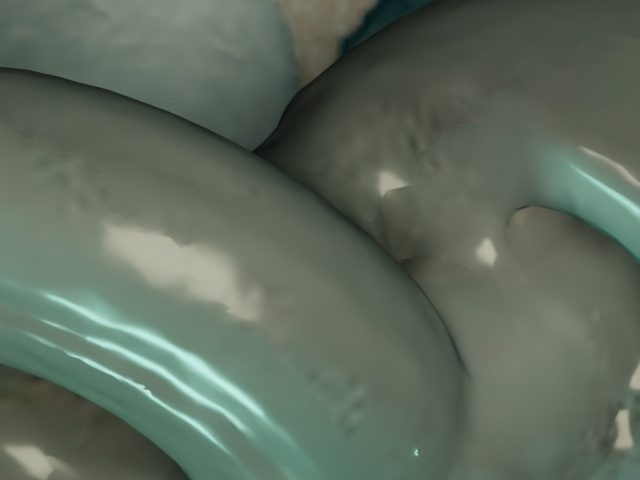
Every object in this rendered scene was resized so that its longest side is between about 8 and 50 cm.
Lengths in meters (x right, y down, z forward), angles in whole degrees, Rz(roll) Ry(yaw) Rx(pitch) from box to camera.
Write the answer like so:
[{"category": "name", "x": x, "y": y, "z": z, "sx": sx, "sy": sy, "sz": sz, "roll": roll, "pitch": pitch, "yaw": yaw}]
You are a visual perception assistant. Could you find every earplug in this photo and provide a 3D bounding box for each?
[{"category": "earplug", "x": 0.002, "y": 0.011, "z": 0.517, "sx": 0.326, "sy": 0.214, "sz": 0.175, "roll": -5, "pitch": 62, "yaw": -9}]
